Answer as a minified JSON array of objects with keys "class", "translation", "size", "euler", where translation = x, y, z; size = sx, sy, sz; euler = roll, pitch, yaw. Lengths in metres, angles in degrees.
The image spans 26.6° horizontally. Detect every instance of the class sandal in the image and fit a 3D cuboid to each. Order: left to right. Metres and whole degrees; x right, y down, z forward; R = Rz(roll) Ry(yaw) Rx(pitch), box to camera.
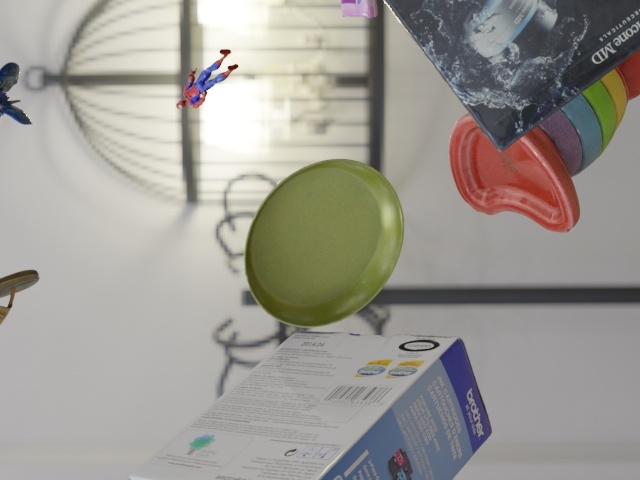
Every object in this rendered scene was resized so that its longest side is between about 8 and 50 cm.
[{"class":"sandal","translation":[-0.399,0.085,1.582],"size":[0.180,0.072,0.049],"euler":[-34,-84,-49]}]

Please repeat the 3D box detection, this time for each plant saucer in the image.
[{"class":"plant saucer","translation":[0.000,0.000,1.818],"size":[0.037,0.241,0.241],"euler":[38,135,54]}]

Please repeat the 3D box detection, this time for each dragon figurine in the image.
[{"class":"dragon figurine","translation":[-0.440,-0.188,1.824],"size":[0.289,0.144,0.085],"euler":[-18,-85,-78]}]

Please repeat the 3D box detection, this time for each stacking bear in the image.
[{"class":"stacking bear","translation":[0.303,-0.170,1.641],"size":[0.289,0.175,0.164],"euler":[-44,-51,-27]}]

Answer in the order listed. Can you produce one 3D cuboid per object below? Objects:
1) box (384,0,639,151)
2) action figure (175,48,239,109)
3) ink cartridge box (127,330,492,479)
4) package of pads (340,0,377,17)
[{"class":"box","translation":[0.138,-0.173,0.949],"size":[0.158,0.156,0.093],"euler":[52,-172,-7]},{"class":"action figure","translation":[-0.149,-0.198,1.714],"size":[0.115,0.030,0.038],"euler":[-39,78,43]},{"class":"ink cartridge box","translation":[0.014,0.234,1.594],"size":[0.395,0.270,0.151],"euler":[-41,-61,-42]},{"class":"package of pads","translation":[0.052,-0.357,1.923],"size":[0.032,0.050,0.083],"euler":[-42,-48,-52]}]
